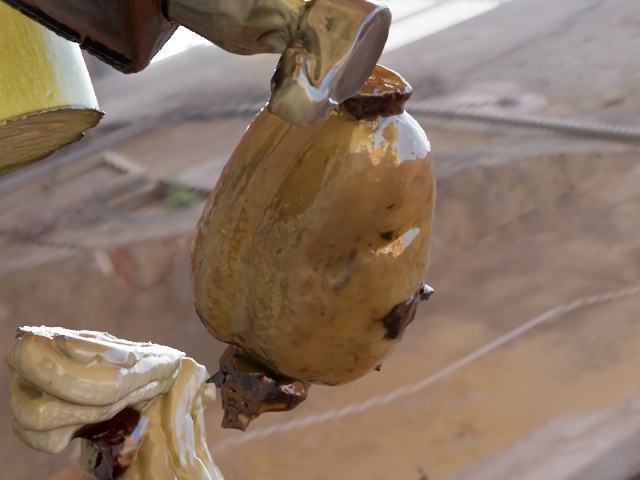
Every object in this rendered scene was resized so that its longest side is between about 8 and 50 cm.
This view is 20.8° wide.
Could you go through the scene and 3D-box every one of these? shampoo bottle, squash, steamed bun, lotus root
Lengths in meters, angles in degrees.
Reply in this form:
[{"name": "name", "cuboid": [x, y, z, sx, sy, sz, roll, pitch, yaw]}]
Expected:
[{"name": "shampoo bottle", "cuboid": [-0.076, -0.094, 0.505, 0.208, 0.063, 0.057, 27, -26, 16]}, {"name": "squash", "cuboid": [-0.202, -0.130, 0.988, 0.123, 0.123, 0.186, -40, -115, 57]}, {"name": "steamed bun", "cuboid": [-0.203, 0.190, 1.804, 0.428, 0.247, 0.189, 163, -69, -82]}, {"name": "lotus root", "cuboid": [0.000, 0.000, 1.119, 0.154, 0.140, 0.257, 29, -59, 13]}]
